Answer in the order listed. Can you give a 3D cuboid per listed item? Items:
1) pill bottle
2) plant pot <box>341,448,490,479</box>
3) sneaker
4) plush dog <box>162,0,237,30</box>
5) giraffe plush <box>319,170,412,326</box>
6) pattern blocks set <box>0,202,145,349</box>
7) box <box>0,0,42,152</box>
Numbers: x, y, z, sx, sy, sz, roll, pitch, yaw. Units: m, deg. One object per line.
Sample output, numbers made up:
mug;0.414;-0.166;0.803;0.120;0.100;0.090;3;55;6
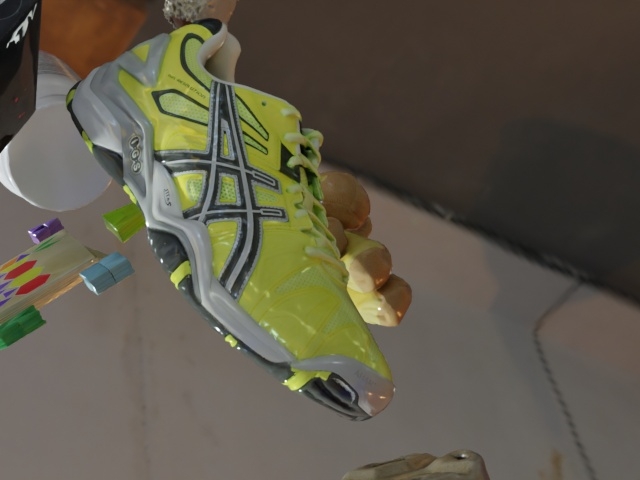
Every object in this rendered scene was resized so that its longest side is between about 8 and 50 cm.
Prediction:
pill bottle;-0.349;-0.140;1.734;0.160;0.160;0.283;24;-171;-27
plant pot;0.132;0.438;1.747;0.334;0.334;0.305;-13;-90;-56
sneaker;-0.054;-0.030;1.050;0.384;0.147;0.145;52;-175;27
plush dog;-0.173;-0.430;1.817;0.225;0.211;0.262;38;159;34
giraffe plush;0.000;0.000;1.489;0.181;0.210;0.170;53;-139;-36
pattern blocks set;-0.315;0.043;1.504;0.026;0.285;0.325;63;174;-19
box;-0.350;-0.096;1.091;0.143;0.165;0.270;28;-124;4
